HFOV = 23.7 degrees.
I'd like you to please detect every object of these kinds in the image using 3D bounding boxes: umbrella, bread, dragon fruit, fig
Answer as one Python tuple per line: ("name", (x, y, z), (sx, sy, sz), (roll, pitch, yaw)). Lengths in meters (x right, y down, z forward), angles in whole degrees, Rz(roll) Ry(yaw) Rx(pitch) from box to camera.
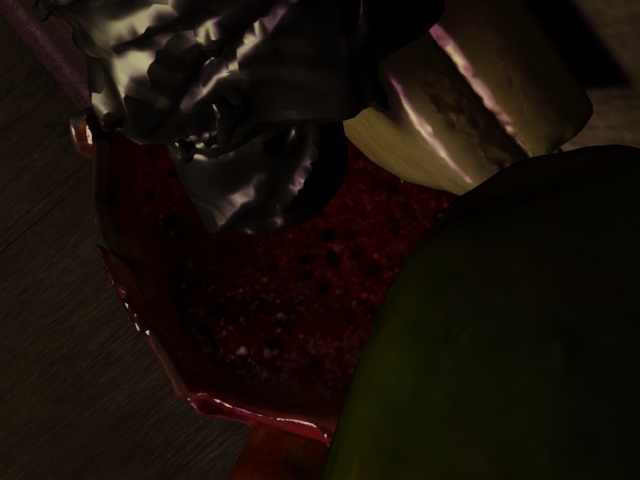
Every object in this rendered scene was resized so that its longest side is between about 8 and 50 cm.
("umbrella", (-0.021, -0.097, 0.305), (0.154, 0.128, 0.336), (56, 171, 40))
("bread", (0.001, -0.095, 0.481), (0.178, 0.060, 0.139), (52, 172, -11))
("dragon fruit", (-0.001, 0.009, 0.623), (0.274, 0.161, 0.126), (43, 168, 33))
("fig", (0.078, 0.071, 0.407), (0.181, 0.181, 0.191), (-155, 51, -73))

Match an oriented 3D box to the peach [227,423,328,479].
("peach", (0.053, 0.165, 0.842), (0.232, 0.232, 0.257), (50, 178, 0))
